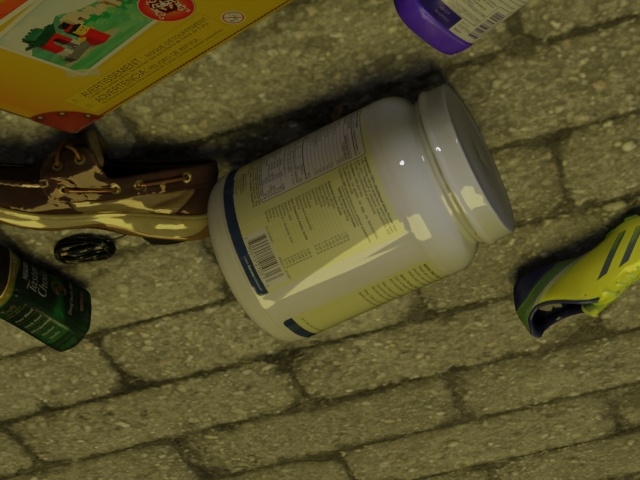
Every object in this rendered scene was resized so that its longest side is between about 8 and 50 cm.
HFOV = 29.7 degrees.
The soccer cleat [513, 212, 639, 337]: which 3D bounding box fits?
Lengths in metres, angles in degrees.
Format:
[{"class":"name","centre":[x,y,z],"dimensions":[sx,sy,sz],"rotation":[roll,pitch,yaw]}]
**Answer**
[{"class":"soccer cleat","centre":[0.412,0.052,1.732],"dimensions":[0.289,0.121,0.093],"rotation":[-28,135,24]}]

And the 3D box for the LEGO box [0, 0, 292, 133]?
[{"class":"LEGO box","centre":[-0.226,-0.307,1.032],"dimensions":[0.372,0.193,0.500],"rotation":[19,151,-41]}]

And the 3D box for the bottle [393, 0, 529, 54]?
[{"class":"bottle","centre":[0.209,-0.317,1.288],"dimensions":[0.118,0.092,0.283],"rotation":[29,129,-35]}]

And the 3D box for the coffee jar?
[{"class":"coffee jar","centre":[-0.411,0.077,1.683],"dimensions":[0.079,0.096,0.184],"rotation":[-34,133,26]}]

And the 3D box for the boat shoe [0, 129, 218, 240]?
[{"class":"boat shoe","centre":[-0.295,-0.082,1.512],"dimensions":[0.342,0.123,0.123],"rotation":[7,109,-10]}]

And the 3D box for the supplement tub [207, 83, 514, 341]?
[{"class":"supplement tub","centre":[0.051,-0.035,1.490],"dimensions":[0.325,0.235,0.235],"rotation":[-25,137,17]}]

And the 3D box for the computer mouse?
[{"class":"computer mouse","centre":[-0.254,-0.004,1.647],"dimensions":[0.242,0.041,0.071],"rotation":[-18,139,16]}]
